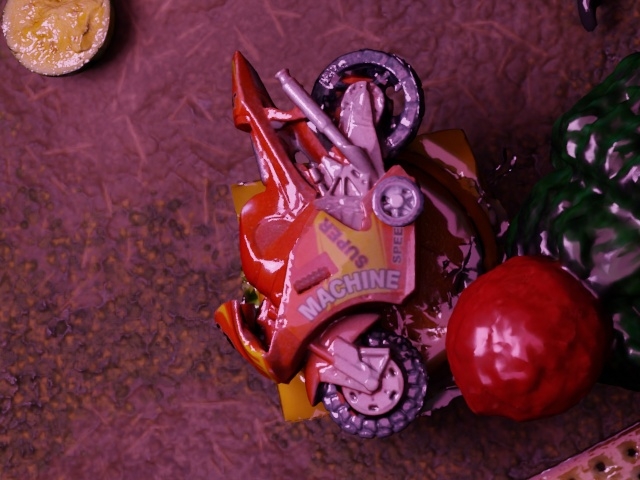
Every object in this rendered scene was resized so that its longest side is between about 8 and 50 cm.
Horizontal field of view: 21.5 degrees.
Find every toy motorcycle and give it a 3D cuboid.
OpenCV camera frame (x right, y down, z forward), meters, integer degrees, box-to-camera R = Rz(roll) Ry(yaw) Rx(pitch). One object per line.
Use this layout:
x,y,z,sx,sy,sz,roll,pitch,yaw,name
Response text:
0.002,0.000,1.273,0.171,0.089,0.298,-2,84,14,toy motorcycle

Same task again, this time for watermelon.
-0.226,-0.192,1.499,0.105,0.062,0.105,-4,77,17,watermelon

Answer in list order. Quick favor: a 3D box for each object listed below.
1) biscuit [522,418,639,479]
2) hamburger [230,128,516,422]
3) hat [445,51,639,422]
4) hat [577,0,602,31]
0.258,0.278,1.370,0.139,0.016,0.231,-28,80,9,biscuit
0.055,0.030,1.376,0.261,0.138,0.243,-12,82,12,hamburger
0.240,0.032,1.268,0.332,0.242,0.274,-36,61,-11,hat
0.284,-0.264,1.313,0.336,0.238,0.209,15,91,-2,hat
